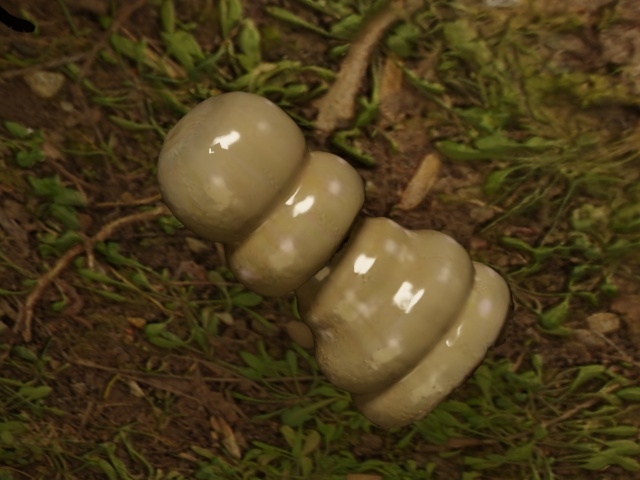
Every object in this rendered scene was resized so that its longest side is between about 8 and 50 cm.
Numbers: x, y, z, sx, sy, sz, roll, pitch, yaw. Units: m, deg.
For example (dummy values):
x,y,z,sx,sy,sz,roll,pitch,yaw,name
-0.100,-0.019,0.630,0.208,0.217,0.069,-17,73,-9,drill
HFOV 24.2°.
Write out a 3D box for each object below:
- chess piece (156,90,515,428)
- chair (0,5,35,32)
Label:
x,y,z,sx,sy,sz,roll,pitch,yaw,name
0.000,0.000,1.044,0.261,0.142,0.143,43,132,-18,chess piece
-0.322,-0.132,0.965,0.149,0.174,0.213,-16,141,35,chair
